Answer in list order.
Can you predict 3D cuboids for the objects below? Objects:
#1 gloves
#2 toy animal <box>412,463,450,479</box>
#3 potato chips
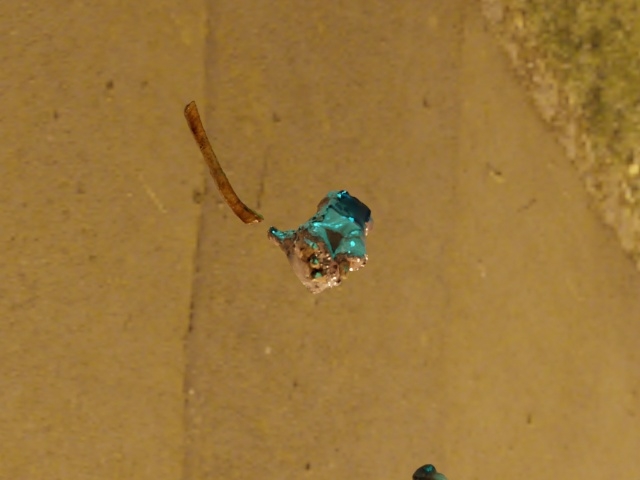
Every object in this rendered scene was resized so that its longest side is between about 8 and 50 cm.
[{"bbox_3d":[0.008,0.003,1.558,0.144,0.094,0.110,-32,82,-36],"label":"gloves"},{"bbox_3d":[0.103,0.187,0.694,0.217,0.176,0.073,20,94,-14],"label":"toy animal"},{"bbox_3d":[-0.130,-0.093,1.575,0.037,0.026,0.204,-38,122,-13],"label":"potato chips"}]
